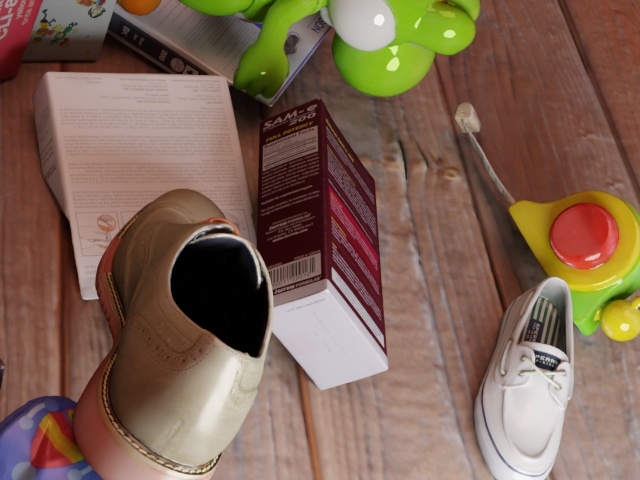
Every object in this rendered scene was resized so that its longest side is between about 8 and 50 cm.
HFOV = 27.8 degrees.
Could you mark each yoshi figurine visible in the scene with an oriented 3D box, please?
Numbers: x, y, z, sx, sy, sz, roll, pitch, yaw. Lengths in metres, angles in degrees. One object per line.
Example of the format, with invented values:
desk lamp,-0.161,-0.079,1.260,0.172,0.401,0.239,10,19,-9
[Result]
yoshi figurine,-0.020,-0.244,1.360,0.362,0.204,0.203,16,6,1

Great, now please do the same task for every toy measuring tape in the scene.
toy measuring tape,0.258,-0.039,1.355,0.121,0.121,0.330,-6,53,-29

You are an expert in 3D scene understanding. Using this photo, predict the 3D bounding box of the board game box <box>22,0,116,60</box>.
board game box,-0.259,-0.362,1.277,0.097,0.303,0.224,-6,52,-30

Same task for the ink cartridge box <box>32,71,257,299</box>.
ink cartridge box,-0.164,-0.050,1.233,0.189,0.066,0.232,-2,72,-27

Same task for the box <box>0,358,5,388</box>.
box,-0.432,0.118,0.875,0.381,0.143,0.191,-21,61,-40

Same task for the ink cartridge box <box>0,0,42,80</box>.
ink cartridge box,-0.477,-0.235,1.134,0.279,0.160,0.384,46,43,11

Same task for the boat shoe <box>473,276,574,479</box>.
boat shoe,0.195,0.123,1.209,0.083,0.076,0.226,18,45,-9

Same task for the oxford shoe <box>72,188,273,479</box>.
oxford shoe,-0.089,0.043,1.016,0.140,0.146,0.397,30,21,-19

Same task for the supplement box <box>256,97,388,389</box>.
supplement box,0.000,0.000,1.188,0.130,0.073,0.239,54,25,-42

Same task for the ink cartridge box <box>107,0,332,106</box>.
ink cartridge box,-0.107,-0.243,1.423,0.208,0.045,0.206,33,45,0

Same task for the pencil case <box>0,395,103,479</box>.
pencil case,-0.126,0.244,0.915,0.306,0.133,0.119,40,24,11
